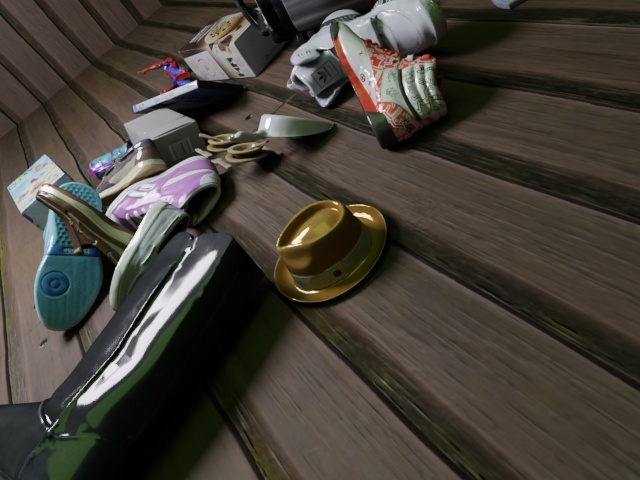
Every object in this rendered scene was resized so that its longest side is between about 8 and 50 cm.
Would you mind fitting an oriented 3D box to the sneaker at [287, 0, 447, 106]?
[{"bbox_3d":[0.077,-0.380,1.069,0.210,0.137,0.366,-50,34,-15],"label":"sneaker"}]

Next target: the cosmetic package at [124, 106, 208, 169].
[{"bbox_3d":[-0.390,-0.254,1.311,0.127,0.107,0.238,-32,37,-22],"label":"cosmetic package"}]

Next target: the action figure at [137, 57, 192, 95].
[{"bbox_3d":[-0.497,-0.518,1.692,0.139,0.091,0.280,-31,37,-6],"label":"action figure"}]

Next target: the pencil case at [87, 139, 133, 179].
[{"bbox_3d":[-0.580,-0.226,1.481,0.152,0.064,0.070,-22,15,20],"label":"pencil case"}]

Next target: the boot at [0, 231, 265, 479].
[{"bbox_3d":[-0.335,0.171,0.803,0.367,0.146,0.444,12,62,33],"label":"boot"}]

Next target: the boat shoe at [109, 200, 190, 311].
[{"bbox_3d":[-0.316,0.036,0.983,0.081,0.079,0.227,19,77,14],"label":"boat shoe"}]

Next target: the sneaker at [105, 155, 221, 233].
[{"bbox_3d":[-0.334,-0.063,1.092,0.282,0.102,0.161,-35,41,4],"label":"sneaker"}]

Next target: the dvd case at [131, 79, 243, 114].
[{"bbox_3d":[-0.359,-0.384,1.417,0.253,0.022,0.180,-9,6,32],"label":"dvd case"}]

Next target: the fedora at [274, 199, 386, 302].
[{"bbox_3d":[0.000,0.000,0.776,0.195,0.079,0.194,-22,40,20],"label":"fedora"}]

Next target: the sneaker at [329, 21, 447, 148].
[{"bbox_3d":[0.123,-0.302,0.923,0.145,0.090,0.269,-26,68,11],"label":"sneaker"}]

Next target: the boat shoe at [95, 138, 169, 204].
[{"bbox_3d":[-0.449,-0.153,1.224,0.285,0.103,0.092,-20,79,45],"label":"boat shoe"}]

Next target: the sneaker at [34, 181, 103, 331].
[{"bbox_3d":[-0.550,0.054,1.144,0.208,0.127,0.318,-34,50,54],"label":"sneaker"}]

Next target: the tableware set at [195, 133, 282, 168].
[{"bbox_3d":[-0.184,-0.207,1.121,0.128,0.039,0.194,-20,30,-27],"label":"tableware set"}]

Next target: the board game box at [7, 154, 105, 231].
[{"bbox_3d":[-0.716,-0.112,1.406,0.144,0.142,0.275,-47,39,-12],"label":"board game box"}]

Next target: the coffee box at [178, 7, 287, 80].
[{"bbox_3d":[-0.261,-0.575,1.544,0.297,0.118,0.168,13,60,45],"label":"coffee box"}]

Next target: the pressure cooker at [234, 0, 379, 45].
[{"bbox_3d":[-0.043,-0.714,1.272,0.421,0.375,0.369,-16,68,13],"label":"pressure cooker"}]

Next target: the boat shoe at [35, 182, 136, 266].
[{"bbox_3d":[-0.461,-0.014,1.035,0.095,0.258,0.095,-59,2,-16],"label":"boat shoe"}]

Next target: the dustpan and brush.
[{"bbox_3d":[-0.094,-0.220,1.041,0.147,0.211,0.060,18,106,43],"label":"dustpan and brush"}]

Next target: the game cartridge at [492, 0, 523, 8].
[{"bbox_3d":[0.373,-0.485,1.035,0.056,0.017,0.083,-33,37,12],"label":"game cartridge"}]
